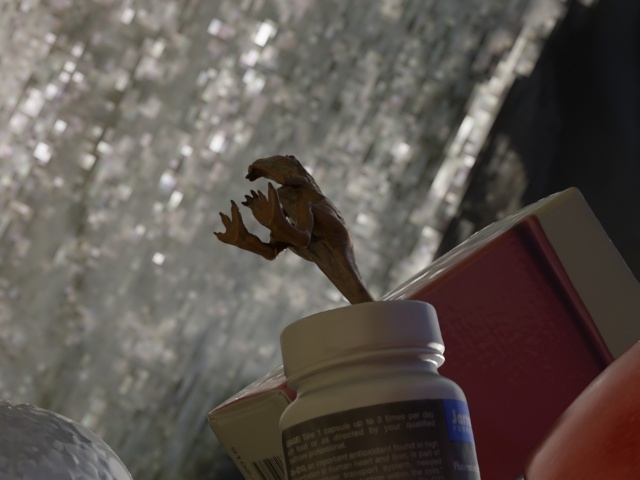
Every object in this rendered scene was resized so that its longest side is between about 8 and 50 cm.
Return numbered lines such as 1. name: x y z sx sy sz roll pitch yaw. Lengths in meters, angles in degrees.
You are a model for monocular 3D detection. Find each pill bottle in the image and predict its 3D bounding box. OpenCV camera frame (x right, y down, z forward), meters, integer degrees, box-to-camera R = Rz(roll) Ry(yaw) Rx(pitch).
1. pill bottle: 0.025 0.098 0.757 0.078 0.078 0.137 88 -6 -76

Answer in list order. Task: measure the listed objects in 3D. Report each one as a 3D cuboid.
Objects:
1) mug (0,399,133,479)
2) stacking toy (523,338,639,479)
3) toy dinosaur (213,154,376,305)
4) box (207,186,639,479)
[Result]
1. mug: -0.310 0.210 1.385 0.276 0.374 0.328 -36 171 31
2. stacking toy: 0.194 0.060 0.389 0.480 0.351 0.350 -56 174 6
3. toy dinosaur: 0.000 0.000 1.248 0.112 0.211 0.064 8 130 -38
4. box: 0.073 0.088 1.144 0.232 0.127 0.148 -33 -179 -24
